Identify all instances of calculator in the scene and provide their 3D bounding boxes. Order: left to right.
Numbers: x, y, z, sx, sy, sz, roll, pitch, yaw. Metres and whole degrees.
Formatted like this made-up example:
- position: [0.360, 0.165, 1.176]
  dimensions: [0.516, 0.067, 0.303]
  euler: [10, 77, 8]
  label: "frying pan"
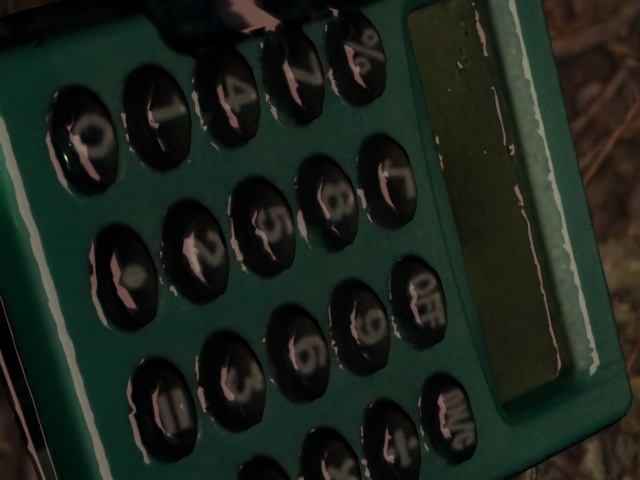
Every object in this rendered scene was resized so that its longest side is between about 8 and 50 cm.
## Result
- position: [0.000, 0.000, 0.555]
  dimensions: [0.274, 0.058, 0.248]
  euler: [-21, 101, -30]
  label: "calculator"
